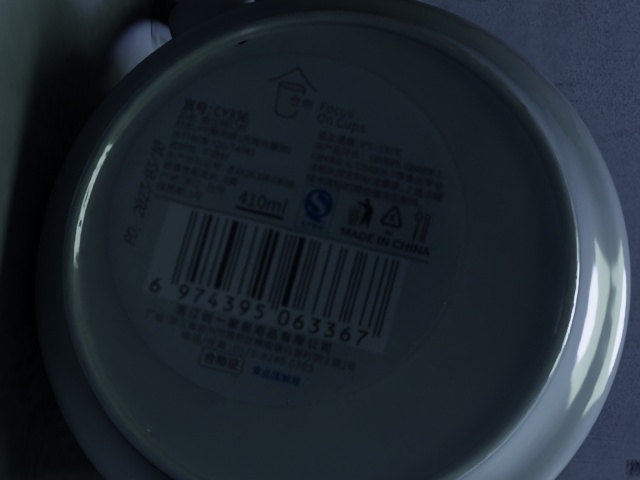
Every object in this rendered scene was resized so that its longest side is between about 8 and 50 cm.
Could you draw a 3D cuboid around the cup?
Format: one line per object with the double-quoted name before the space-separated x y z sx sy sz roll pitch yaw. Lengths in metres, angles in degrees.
"cup" 0.000 0.000 0.618 0.327 0.237 0.322 59 7 -76
